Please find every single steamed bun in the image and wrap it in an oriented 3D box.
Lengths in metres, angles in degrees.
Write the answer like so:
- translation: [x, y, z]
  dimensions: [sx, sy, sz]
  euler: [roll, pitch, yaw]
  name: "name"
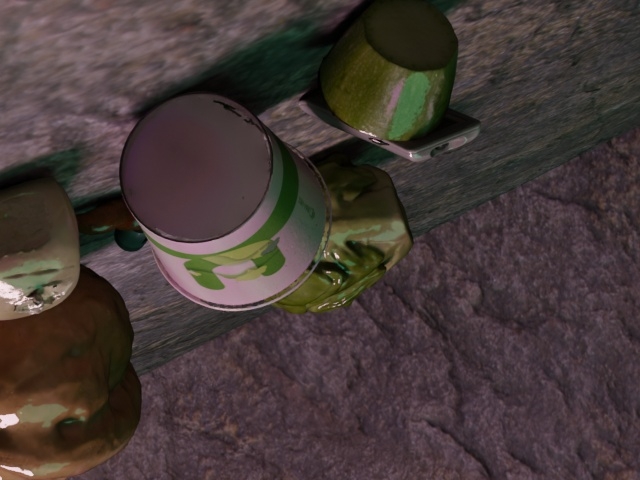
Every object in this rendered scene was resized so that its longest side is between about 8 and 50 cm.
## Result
- translation: [-0.382, 0.030, 1.599]
  dimensions: [0.170, 0.153, 0.239]
  euler: [-21, 168, -25]
  name: "steamed bun"

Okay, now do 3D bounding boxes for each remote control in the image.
- translation: [0.085, -0.156, 1.682]
  dimensions: [0.109, 0.055, 0.313]
  euler: [-22, -153, -21]
  name: "remote control"

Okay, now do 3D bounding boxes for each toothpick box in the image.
- translation: [-0.280, -0.020, 1.930]
  dimensions: [0.052, 0.052, 0.083]
  euler: [-22, 169, -25]
  name: "toothpick box"

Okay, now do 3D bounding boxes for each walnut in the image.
- translation: [-0.431, 0.187, 1.835]
  dimensions: [0.383, 0.384, 0.383]
  euler: [-25, 171, -4]
  name: "walnut"

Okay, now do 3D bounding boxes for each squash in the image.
- translation: [0.090, -0.210, 1.541]
  dimensions: [0.170, 0.170, 0.123]
  euler: [-21, 158, -28]
  name: "squash"

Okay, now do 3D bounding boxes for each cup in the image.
- translation: [-0.125, -0.058, 1.608]
  dimensions: [0.253, 0.253, 0.274]
  euler: [-26, 164, 0]
  name: "cup"

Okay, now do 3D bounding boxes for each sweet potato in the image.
- translation: [-0.271, -0.039, 1.837]
  dimensions: [0.202, 0.055, 0.058]
  euler: [-15, 130, -41]
  name: "sweet potato"

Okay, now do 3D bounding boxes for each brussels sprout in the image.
- translation: [0.000, 0.000, 2.249]
  dimensions: [0.328, 0.247, 0.328]
  euler: [-22, 174, -3]
  name: "brussels sprout"
